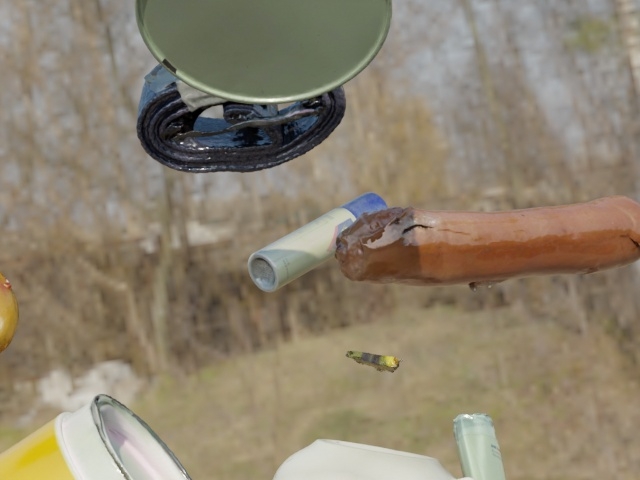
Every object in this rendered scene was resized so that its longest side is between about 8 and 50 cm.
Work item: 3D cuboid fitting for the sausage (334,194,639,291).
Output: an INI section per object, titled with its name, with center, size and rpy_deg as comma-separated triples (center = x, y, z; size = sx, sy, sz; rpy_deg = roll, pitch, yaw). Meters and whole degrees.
[sausage]
center = 0.206, 0.002, 1.976
size = 0.419, 0.094, 0.094
rpy_deg = -2, -38, -31

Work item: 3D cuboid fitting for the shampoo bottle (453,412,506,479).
[shampoo bottle]
center = 0.189, 0.289, 1.946
size = 0.049, 0.212, 0.072
rpy_deg = -22, -41, 12

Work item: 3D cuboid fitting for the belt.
[belt]
center = -0.088, -0.150, 1.925
size = 0.230, 0.139, 0.126
rpy_deg = -12, 29, 4

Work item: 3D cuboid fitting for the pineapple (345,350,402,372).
[pineapple]
center = 0.080, 0.168, 2.428
size = 0.083, 0.019, 0.045
rpy_deg = 7, -17, 38

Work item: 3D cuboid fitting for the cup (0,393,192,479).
[cup]
center = -0.218, 0.242, 1.201
size = 0.280, 0.196, 0.196
rpy_deg = -38, -3, 6

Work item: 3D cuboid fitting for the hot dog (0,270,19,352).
[hot dog]
center = -0.301, -0.004, 1.209
size = 0.104, 0.250, 0.076
rpy_deg = -47, -23, 23

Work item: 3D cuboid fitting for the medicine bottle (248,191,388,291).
[medicine bottle]
center = 0.000, 0.000, 2.390
size = 0.231, 0.059, 0.059
rpy_deg = -29, 13, -39

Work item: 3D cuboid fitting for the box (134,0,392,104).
[box]
center = -0.050, -0.254, 1.572
size = 0.226, 0.149, 0.226
rpy_deg = 0, -41, 0

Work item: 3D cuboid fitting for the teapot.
[teapot]
center = 0.067, 0.295, 1.852
size = 0.300, 0.166, 0.208
rpy_deg = 19, -13, 20
